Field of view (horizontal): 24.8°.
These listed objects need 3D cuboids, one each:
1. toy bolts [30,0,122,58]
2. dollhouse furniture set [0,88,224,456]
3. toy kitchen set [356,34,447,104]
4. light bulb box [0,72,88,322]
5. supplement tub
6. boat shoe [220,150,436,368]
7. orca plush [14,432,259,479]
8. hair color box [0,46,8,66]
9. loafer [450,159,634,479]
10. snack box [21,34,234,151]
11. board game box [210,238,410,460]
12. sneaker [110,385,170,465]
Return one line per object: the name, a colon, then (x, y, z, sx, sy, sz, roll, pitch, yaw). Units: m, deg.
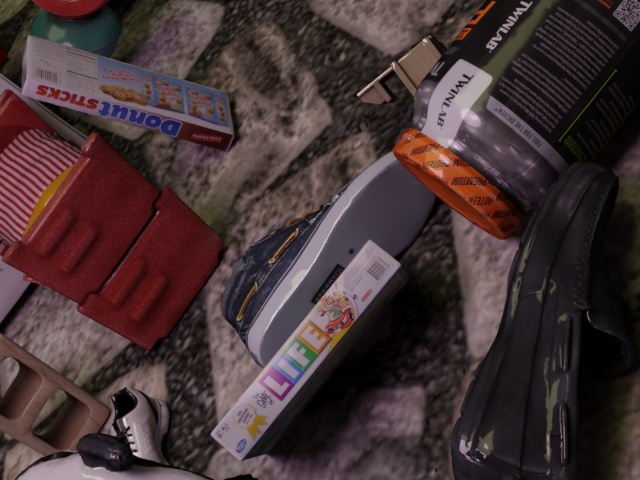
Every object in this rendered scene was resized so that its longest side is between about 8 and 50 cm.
toy bolts: (-0.202, -0.241, 1.443, 0.218, 0.158, 0.228, 6, 40, 3)
dollhouse furniture set: (-0.265, 0.086, 1.148, 0.374, 0.152, 0.201, -56, 35, -9)
toy kitchen set: (0.076, -0.097, 1.050, 0.068, 0.075, 0.083, -37, -3, 13)
light bulb box: (-0.434, -0.028, 1.376, 0.361, 0.225, 0.358, -54, 34, -5)
supplement tub: (0.138, -0.101, 0.910, 0.190, 0.117, 0.117, -51, 35, -3)
boat shoe: (0.000, 0.000, 1.012, 0.183, 0.065, 0.083, -51, 36, 1)
orca plush: (-0.068, 0.163, 0.912, 0.287, 0.151, 0.102, -14, 17, 44)
hair color box: (-0.414, -0.220, 1.687, 0.072, 0.043, 0.141, -48, 36, 3)
loafer: (0.139, 0.052, 0.817, 0.078, 0.076, 0.223, 12, 58, 19)
snack box: (-0.159, -0.121, 1.208, 0.064, 0.178, 0.022, -103, 34, -49)
board game box: (-0.003, 0.072, 0.930, 0.154, 0.026, 0.103, -51, -9, -1)
sneaker: (-0.132, 0.151, 1.040, 0.040, 0.044, 0.109, -34, 40, 19)
